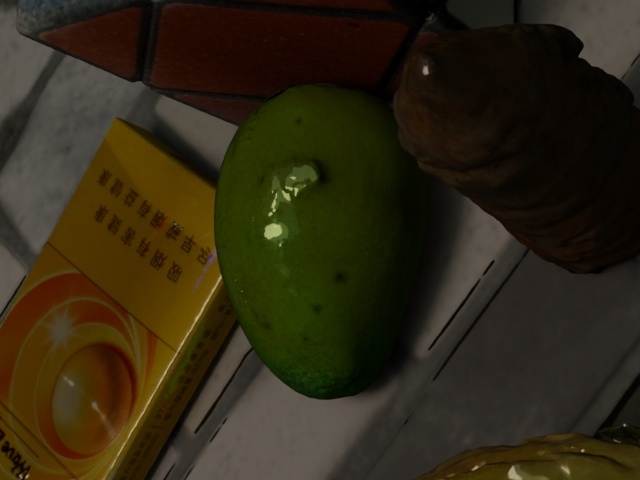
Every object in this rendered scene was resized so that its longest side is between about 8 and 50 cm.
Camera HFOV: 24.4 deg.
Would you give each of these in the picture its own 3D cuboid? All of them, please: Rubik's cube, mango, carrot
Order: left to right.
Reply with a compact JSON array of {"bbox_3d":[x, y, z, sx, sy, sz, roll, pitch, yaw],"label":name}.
[{"bbox_3d":[-0.024,-0.197,0.831,0.205,0.207,0.204,-9,73,36],"label":"Rubik's cube"},{"bbox_3d":[-0.001,0.000,0.825,0.119,0.100,0.178,-2,89,25],"label":"mango"},{"bbox_3d":[0.092,-0.047,0.673,0.102,0.263,0.101,-4,80,25],"label":"carrot"}]

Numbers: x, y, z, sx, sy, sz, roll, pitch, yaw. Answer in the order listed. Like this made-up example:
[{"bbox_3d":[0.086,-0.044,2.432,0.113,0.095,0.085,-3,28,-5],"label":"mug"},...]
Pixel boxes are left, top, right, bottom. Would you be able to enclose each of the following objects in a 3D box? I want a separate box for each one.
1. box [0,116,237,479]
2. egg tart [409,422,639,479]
[{"bbox_3d":[-0.142,0.071,0.946,0.152,0.043,0.269,36,100,38],"label":"box"},{"bbox_3d":[0.125,0.248,0.643,0.345,0.132,0.345,-10,72,33],"label":"egg tart"}]
